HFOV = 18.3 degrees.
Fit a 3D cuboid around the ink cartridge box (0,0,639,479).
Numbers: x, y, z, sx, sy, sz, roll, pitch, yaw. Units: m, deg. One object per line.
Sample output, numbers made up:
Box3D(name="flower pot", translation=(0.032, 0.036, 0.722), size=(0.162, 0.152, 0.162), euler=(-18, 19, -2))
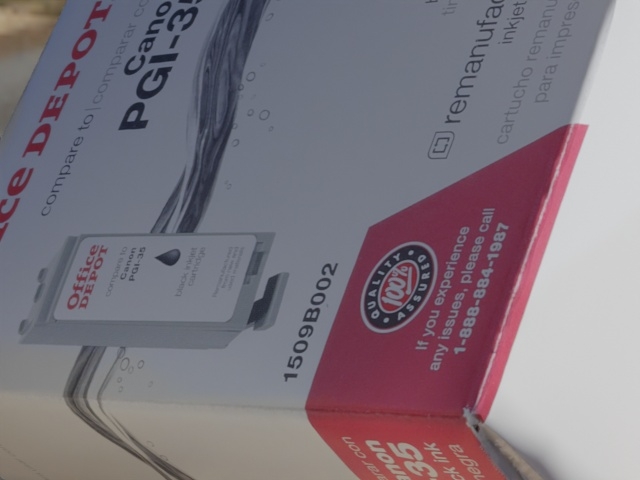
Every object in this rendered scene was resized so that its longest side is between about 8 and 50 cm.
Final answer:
Box3D(name="ink cartridge box", translation=(0.000, 0.000, 0.731), size=(0.283, 0.207, 0.117), euler=(-1, -32, 40))
